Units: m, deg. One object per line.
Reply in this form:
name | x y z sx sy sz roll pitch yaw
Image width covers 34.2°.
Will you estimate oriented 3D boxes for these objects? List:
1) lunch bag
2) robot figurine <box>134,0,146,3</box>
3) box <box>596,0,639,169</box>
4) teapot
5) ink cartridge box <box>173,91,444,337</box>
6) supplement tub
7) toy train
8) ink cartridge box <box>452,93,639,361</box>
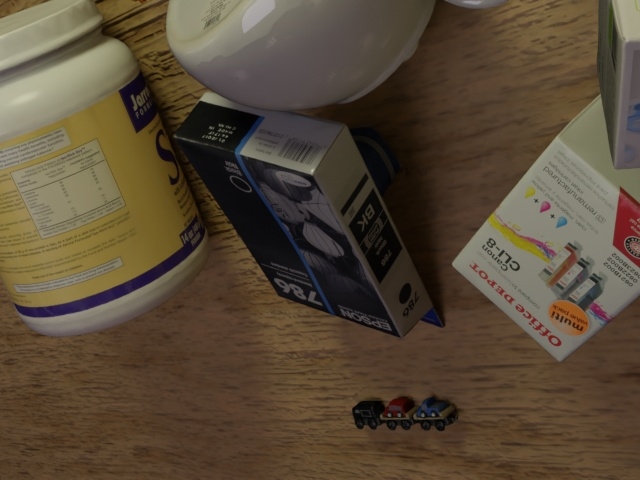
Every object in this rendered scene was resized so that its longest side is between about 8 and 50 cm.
lunch bag | 0.025 -0.071 1.026 0.098 0.065 0.067 -1 134 42
robot figurine | -0.110 -0.347 0.836 0.291 0.085 0.211 -47 55 30
box | 0.277 -0.123 0.630 0.203 0.103 0.114 -4 142 10
teapot | 0.010 -0.203 0.844 0.187 0.256 0.252 28 111 -29
ink cartridge box | 0.000 0.000 1.009 0.165 0.065 0.333 16 154 34
supplement tub | -0.288 -0.085 1.172 0.241 0.241 0.331 2 120 43
toy train | 0.094 0.198 1.198 0.158 0.027 0.036 -10 101 47
ink cartridge box | 0.218 -0.015 0.836 0.128 0.127 0.176 43 141 9
